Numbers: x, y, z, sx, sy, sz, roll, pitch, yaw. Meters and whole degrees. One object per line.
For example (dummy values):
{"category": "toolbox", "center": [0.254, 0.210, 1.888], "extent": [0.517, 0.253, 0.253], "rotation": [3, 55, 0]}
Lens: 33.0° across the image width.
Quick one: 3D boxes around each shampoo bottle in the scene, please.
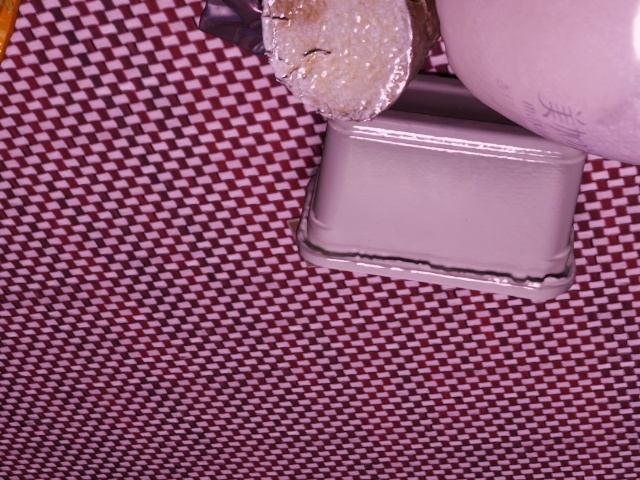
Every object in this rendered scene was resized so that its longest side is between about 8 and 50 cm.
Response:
{"category": "shampoo bottle", "center": [0.263, -0.225, 0.872], "extent": [0.317, 0.322, 0.322], "rotation": [15, 143, 31]}

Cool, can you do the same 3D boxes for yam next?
{"category": "yam", "center": [0.059, -0.231, 0.951], "extent": [0.154, 0.254, 0.154], "rotation": [20, 137, 20]}

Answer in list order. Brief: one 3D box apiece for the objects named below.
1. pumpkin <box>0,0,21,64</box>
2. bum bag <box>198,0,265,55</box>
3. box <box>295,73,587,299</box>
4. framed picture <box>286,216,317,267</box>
{"category": "pumpkin", "center": [-0.386, -0.211, 1.081], "extent": [0.139, 0.222, 0.317], "rotation": [24, 136, -16]}
{"category": "bum bag", "center": [-0.029, -0.294, 1.023], "extent": [0.137, 0.074, 0.310], "rotation": [-6, 138, -26]}
{"category": "box", "center": [0.139, -0.073, 1.177], "extent": [0.311, 0.175, 0.183], "rotation": [8, 129, 2]}
{"category": "framed picture", "center": [0.000, 0.000, 1.387], "extent": [0.066, 0.007, 0.089], "rotation": [-8, 134, 19]}
